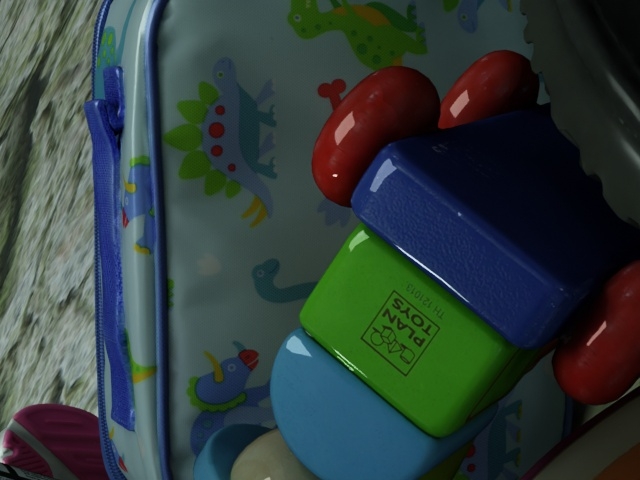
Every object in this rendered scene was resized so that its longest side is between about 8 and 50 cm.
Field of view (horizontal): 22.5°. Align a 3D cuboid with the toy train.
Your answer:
[{"bbox_3d":[0.059,0.023,0.522,0.143,0.105,0.248,-56,-15,22],"label":"toy train"}]

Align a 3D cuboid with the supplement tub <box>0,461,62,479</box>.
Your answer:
[{"bbox_3d":[-0.150,0.186,0.620,0.207,0.338,0.207,-48,30,40],"label":"supplement tub"}]

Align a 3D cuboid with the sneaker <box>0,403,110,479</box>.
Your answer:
[{"bbox_3d":[-0.144,0.217,0.821,0.111,0.103,0.252,-26,64,40],"label":"sneaker"}]

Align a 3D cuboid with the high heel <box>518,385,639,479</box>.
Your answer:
[{"bbox_3d":[0.080,0.125,0.535,0.244,0.082,0.117,-59,-6,10],"label":"high heel"}]

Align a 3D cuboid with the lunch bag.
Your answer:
[{"bbox_3d":[0.000,0.000,0.599,0.090,0.176,0.218,-172,78,-66],"label":"lunch bag"}]

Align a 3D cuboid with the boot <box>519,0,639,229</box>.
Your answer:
[{"bbox_3d":[0.189,-0.072,0.341,0.260,0.131,0.348,-63,33,32],"label":"boot"}]
